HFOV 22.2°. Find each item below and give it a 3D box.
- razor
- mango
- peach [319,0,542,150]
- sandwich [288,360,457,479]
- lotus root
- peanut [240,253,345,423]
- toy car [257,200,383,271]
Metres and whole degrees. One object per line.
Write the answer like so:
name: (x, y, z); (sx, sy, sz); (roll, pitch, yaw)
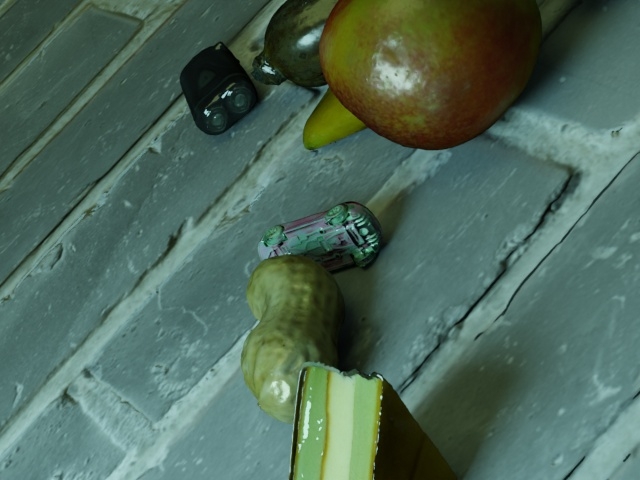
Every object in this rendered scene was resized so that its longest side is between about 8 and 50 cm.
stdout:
razor: (-0.132, -0.194, 2.095); (0.090, 0.054, 0.148); (-38, 32, 6)
mango: (0.048, -0.170, 1.885); (0.187, 0.066, 0.101); (-36, 32, 23)
peach: (0.113, -0.206, 1.719); (0.231, 0.231, 0.231); (-27, 36, 21)
sandwich: (0.008, 0.223, 1.395); (0.117, 0.144, 0.187); (4, 53, 50)
lotus root: (0.002, -0.254, 1.981); (0.209, 0.120, 0.120); (-29, 35, 17)
peanut: (-0.028, 0.091, 1.629); (0.103, 0.098, 0.229); (0, 39, 3)
toy car: (0.000, 0.000, 1.729); (0.142, 0.069, 0.055); (-18, 29, 31)
